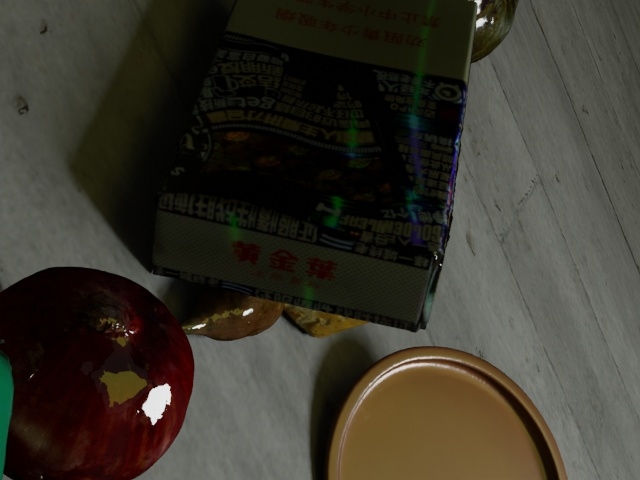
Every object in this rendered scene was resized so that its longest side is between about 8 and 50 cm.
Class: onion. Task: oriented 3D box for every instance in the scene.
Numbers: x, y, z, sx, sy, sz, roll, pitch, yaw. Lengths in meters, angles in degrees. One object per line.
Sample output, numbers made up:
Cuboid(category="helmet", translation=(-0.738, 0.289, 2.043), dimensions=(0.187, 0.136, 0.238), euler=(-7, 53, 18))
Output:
Cuboid(category="onion", translation=(-0.134, 0.076, 0.705), dimensions=(0.131, 0.131, 0.131), euler=(38, 43, -47))

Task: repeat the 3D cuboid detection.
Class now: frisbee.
Cuboid(category="frisbee", translation=(0.108, 0.209, 1.060), dimensions=(0.251, 0.021, 0.250), euler=(12, 66, -28))

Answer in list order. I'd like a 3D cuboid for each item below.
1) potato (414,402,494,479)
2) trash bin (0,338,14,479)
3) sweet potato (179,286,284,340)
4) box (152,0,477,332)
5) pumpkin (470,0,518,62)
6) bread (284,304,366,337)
Cuboid(category="potato", translation=(0.104, 0.198, 1.114), dimensions=(0.096, 0.066, 0.103), euler=(9, 69, -33))
Cuboid(category="trash bin", translation=(-0.275, 0.069, 0.326), dimensions=(0.381, 0.295, 0.259), euler=(49, 38, -59))
Cuboid(category="sweet potato", translation=(-0.070, 0.052, 0.919), dimensions=(0.117, 0.049, 0.049), euler=(-19, 91, -56))
Cuboid(category="box", translation=(0.008, -0.086, 0.967), dimensions=(0.310, 0.198, 0.084), euler=(-76, 177, -46))
Cuboid(category="pumpkin", translation=(0.129, -0.296, 1.375), dimensions=(0.219, 0.162, 0.219), euler=(10, 90, -68))
Cuboid(category="bread", translation=(0.000, 0.000, 1.038), dimensions=(0.149, 0.073, 0.122), euler=(50, 34, -35))
